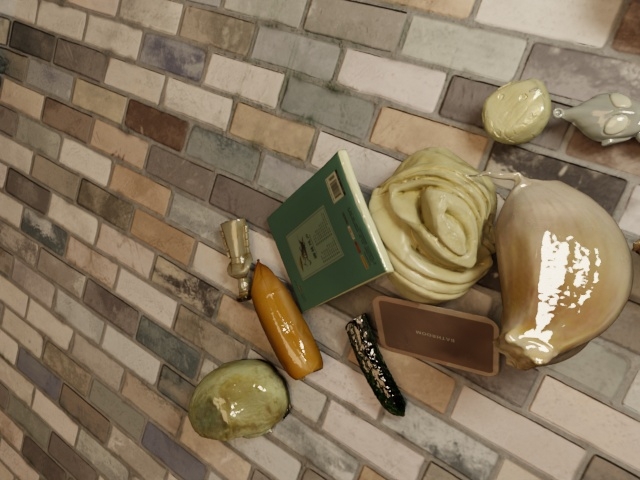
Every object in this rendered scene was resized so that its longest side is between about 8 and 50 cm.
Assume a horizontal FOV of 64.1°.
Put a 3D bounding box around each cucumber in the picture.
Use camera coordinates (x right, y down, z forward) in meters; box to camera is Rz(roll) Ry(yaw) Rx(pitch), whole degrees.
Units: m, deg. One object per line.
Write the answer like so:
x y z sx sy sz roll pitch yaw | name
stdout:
0.124 0.289 1.163 0.067 0.067 0.245 -26 81 28 | cucumber

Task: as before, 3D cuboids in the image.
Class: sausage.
-0.100 0.187 1.259 0.112 0.112 0.328 -36 73 26 | sausage

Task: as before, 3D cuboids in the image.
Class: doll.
0.532 -0.213 0.905 0.227 0.075 0.102 14 83 17 | doll

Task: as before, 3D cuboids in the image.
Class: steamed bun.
0.379 -0.239 0.974 0.130 0.091 0.113 -25 70 43 | steamed bun
0.212 -0.024 1.016 0.276 0.203 0.289 40 111 21 | steamed bun

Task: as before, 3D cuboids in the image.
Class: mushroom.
-0.226 0.411 1.306 0.267 0.164 0.190 1 94 29 | mushroom

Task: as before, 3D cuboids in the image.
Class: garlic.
0.393 0.049 0.912 0.245 0.231 0.340 -9 71 4 | garlic

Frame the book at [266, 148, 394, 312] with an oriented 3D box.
0.000 0.000 1.135 0.379 0.031 0.264 -33 74 56 | book

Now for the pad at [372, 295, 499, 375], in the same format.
0.238 0.200 1.072 0.266 0.002 0.176 9 131 29 | pad

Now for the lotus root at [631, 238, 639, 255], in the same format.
0.637 0.044 0.823 0.257 0.140 0.154 33 137 16 | lotus root

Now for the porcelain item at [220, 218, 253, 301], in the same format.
-0.209 0.053 1.339 0.084 0.054 0.213 -14 85 32 | porcelain item
